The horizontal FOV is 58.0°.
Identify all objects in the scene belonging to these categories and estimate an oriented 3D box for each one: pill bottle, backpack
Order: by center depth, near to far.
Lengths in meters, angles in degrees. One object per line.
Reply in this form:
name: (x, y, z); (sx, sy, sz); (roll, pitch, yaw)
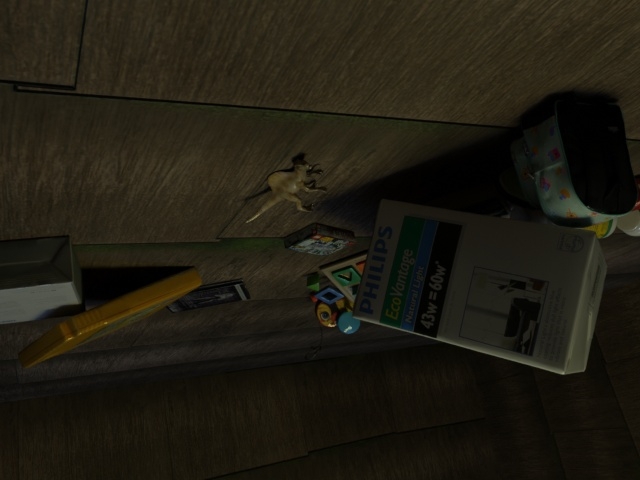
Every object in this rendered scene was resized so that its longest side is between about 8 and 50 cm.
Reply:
backpack: (0.400, -0.111, 0.906); (0.165, 0.188, 0.144); (-2, 160, -29)
pill bottle: (0.540, -0.049, 1.295); (0.208, 0.118, 0.117); (-8, 162, -12)
pill bottle: (0.841, -0.053, 1.514); (0.160, 0.087, 0.087); (4, 156, -38)

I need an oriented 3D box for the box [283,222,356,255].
box: (0.000, 0.000, 1.255); (0.094, 0.027, 0.137); (-26, 157, 35)

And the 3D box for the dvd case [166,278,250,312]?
dvd case: (-0.304, 0.149, 1.532); (0.221, 0.018, 0.164); (-10, 161, -3)

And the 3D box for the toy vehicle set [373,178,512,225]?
toy vehicle set: (0.267, -0.050, 1.253); (0.267, 0.035, 0.166); (-20, 160, 23)

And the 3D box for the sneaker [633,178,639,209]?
sneaker: (0.706, -0.069, 1.387); (0.128, 0.087, 0.221); (3, 158, -34)

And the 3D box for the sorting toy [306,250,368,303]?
sorting toy: (0.121, 0.105, 1.518); (0.347, 0.047, 0.196); (-21, 136, 26)

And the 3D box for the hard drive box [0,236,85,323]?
hard drive box: (-0.541, 0.080, 1.065); (0.181, 0.089, 0.232); (-5, 161, -19)

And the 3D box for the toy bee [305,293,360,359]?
toy bee: (0.052, 0.213, 1.762); (0.298, 0.162, 0.195); (-37, -169, -26)

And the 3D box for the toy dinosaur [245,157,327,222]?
toy dinosaur: (-0.050, -0.085, 0.961); (0.092, 0.053, 0.183); (18, 142, -28)

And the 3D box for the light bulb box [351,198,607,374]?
light bulb box: (0.308, 0.092, 1.073); (0.361, 0.225, 0.358); (12, 175, 30)

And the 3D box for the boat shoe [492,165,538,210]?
boat shoe: (0.409, -0.094, 1.135); (0.227, 0.081, 0.068); (0, 155, -38)

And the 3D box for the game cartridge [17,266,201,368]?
game cartridge: (-0.460, 0.171, 1.273); (0.285, 0.053, 0.323); (-29, 179, 42)
